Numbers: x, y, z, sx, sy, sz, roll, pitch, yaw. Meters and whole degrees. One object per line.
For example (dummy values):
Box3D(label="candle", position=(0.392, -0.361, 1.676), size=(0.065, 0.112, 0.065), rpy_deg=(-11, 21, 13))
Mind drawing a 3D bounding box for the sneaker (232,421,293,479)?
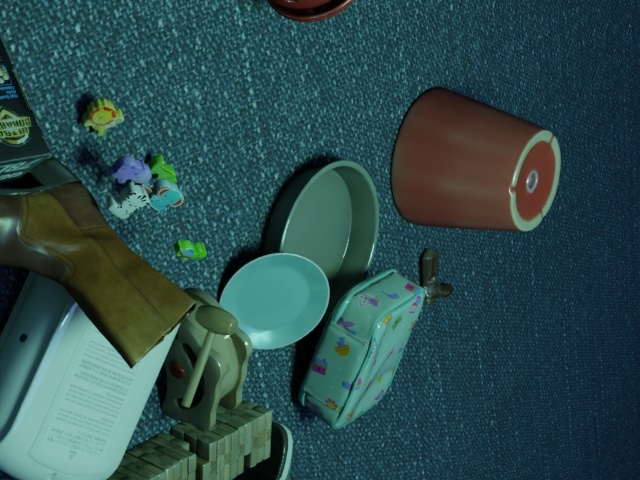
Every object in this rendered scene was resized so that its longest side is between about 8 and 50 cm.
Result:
Box3D(label="sneaker", position=(-0.071, 0.454, 2.240), size=(0.178, 0.124, 0.295), rpy_deg=(5, 107, -51))

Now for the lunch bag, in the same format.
Box3D(label="lunch bag", position=(0.077, 0.194, 2.313), size=(0.224, 0.108, 0.279), rpy_deg=(-31, 148, -54))

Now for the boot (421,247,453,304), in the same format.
Box3D(label="boot", position=(0.238, 0.064, 2.611), size=(0.106, 0.037, 0.114), rpy_deg=(-27, 120, -50))

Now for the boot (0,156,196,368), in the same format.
Box3D(label="boot", position=(-0.325, 0.056, 1.591), size=(0.096, 0.280, 0.264), rpy_deg=(-46, 175, 37))

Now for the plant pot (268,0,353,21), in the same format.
Box3D(label="plant pot", position=(-0.031, -0.427, 1.883), size=(0.191, 0.191, 0.174), rpy_deg=(-64, 153, -15))

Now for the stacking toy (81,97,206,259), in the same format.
Box3D(label="stacking toy", position=(-0.233, -0.080, 1.757), size=(0.052, 0.167, 0.221), rpy_deg=(-30, 146, 14))

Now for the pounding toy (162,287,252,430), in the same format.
Box3D(label="pounding toy", position=(-0.209, 0.180, 1.927), size=(0.155, 0.154, 0.269), rpy_deg=(-37, 151, -42))

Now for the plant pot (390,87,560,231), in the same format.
Box3D(label="plant pot", position=(0.304, -0.137, 2.432), size=(0.275, 0.243, 0.275), rpy_deg=(-27, 125, -47))

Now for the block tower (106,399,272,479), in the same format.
Box3D(label="block tower", position=(-0.216, 0.354, 2.022), size=(0.335, 0.091, 0.097), rpy_deg=(-21, 119, -50))

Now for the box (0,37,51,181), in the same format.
Box3D(label="box", position=(-0.458, -0.186, 1.325), size=(0.295, 0.073, 0.293), rpy_deg=(-19, 83, -52))

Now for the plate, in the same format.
Box3D(label="plate", position=(-0.078, 0.096, 2.104), size=(0.188, 0.024, 0.188), rpy_deg=(-9, 124, -14))

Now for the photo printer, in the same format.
Box3D(label="photo printer", position=(-0.339, 0.187, 1.760), size=(0.256, 0.107, 0.307), rpy_deg=(34, 76, -55))

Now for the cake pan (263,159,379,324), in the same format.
Box3D(label="cake pan", position=(0.000, 0.000, 2.219), size=(0.293, 0.054, 0.293), rpy_deg=(-27, 125, -47))
